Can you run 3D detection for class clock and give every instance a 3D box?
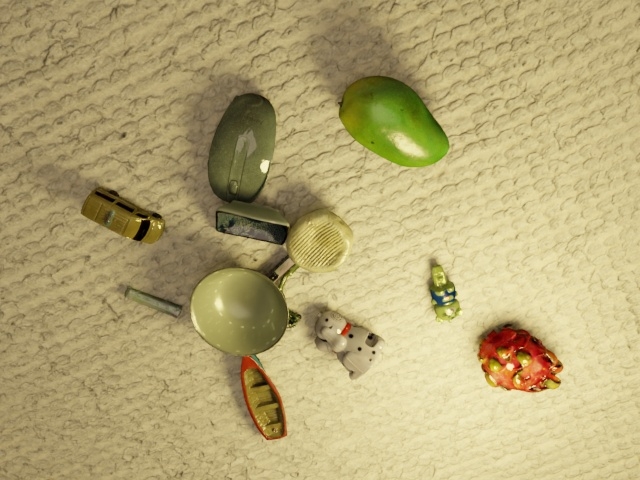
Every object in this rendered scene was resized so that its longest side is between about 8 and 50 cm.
[{"bbox_3d":[0.081,0.353,1.891,0.253,0.189,0.189,35,103,2],"label":"clock"}]

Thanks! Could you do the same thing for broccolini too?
[{"bbox_3d":[-0.101,0.204,1.893,0.123,0.062,0.272,17,103,-17],"label":"broccolini"}]

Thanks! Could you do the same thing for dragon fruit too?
[{"bbox_3d":[0.720,0.433,1.893,0.306,0.227,0.243,-13,112,0],"label":"dragon fruit"}]

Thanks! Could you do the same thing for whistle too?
[{"bbox_3d":[0.441,0.193,1.883,0.105,0.085,0.228,-18,107,-5],"label":"whistle"}]

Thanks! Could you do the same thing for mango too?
[{"bbox_3d":[0.236,-0.366,1.648,0.381,0.201,0.225,29,94,-12],"label":"mango"}]

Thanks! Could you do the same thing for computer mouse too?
[{"bbox_3d":[-0.254,-0.284,1.703,0.203,0.114,0.374,12,107,-6],"label":"computer mouse"}]

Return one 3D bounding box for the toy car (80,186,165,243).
[{"bbox_3d":[-0.651,-0.073,1.751,0.256,0.124,0.101,29,105,-9],"label":"toy car"}]

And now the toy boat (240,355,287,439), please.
[{"bbox_3d":[-0.218,0.577,1.986,0.136,0.079,0.393,-15,108,5],"label":"toy boat"}]

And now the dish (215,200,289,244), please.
[{"bbox_3d":[-0.224,-0.071,1.770,0.243,0.182,0.080,11,68,-6],"label":"dish"}]

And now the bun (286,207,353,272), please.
[{"bbox_3d":[0.000,0.000,1.787,0.230,0.133,0.231,1,106,4],"label":"bun"}]

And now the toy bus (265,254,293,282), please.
[{"bbox_3d":[-0.143,0.103,1.857,0.130,0.052,0.037,-42,106,11],"label":"toy bus"}]

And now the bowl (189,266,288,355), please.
[{"bbox_3d":[-0.266,0.217,1.827,0.336,0.158,0.338,1,111,4],"label":"bowl"}]

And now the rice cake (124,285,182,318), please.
[{"bbox_3d":[-0.599,0.221,1.889,0.210,0.034,0.043,22,102,-8],"label":"rice cake"}]
